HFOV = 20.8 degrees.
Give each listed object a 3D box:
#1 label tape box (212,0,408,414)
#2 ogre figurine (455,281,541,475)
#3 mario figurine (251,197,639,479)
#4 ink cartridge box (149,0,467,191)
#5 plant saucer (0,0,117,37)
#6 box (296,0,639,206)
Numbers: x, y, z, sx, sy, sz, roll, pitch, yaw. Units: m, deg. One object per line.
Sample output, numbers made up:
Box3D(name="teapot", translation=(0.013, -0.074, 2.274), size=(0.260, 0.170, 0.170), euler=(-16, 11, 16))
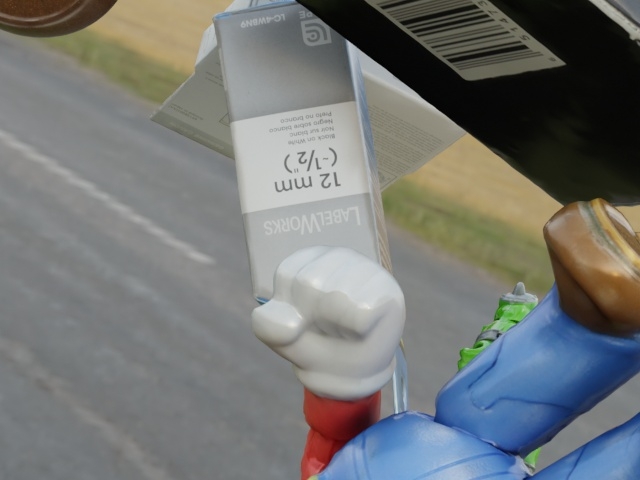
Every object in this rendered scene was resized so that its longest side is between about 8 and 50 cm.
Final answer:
Box3D(name="label tape box", translation=(0.000, 0.000, 1.462), size=(0.115, 0.348, 0.249), euler=(-7, -11, 4))
Box3D(name="ogre figurine", translation=(0.147, 0.117, 1.356), size=(0.097, 0.118, 0.197), euler=(-5, -46, 38))
Box3D(name="mario figurine", translation=(0.015, 0.129, 0.667), size=(0.170, 0.320, 0.198), euler=(40, 20, -25))
Box3D(name="ink cartridge box", translation=(-0.010, -0.146, 1.867), size=(0.275, 0.060, 0.239), euler=(25, -32, -21))
Box3D(name="plant saucer", translation=(-0.224, -0.229, 1.311), size=(0.168, 0.168, 0.029), euler=(20, 27, 3))
Box3D(name="box", translation=(0.183, -0.344, 1.180), size=(0.480, 0.472, 0.297), euler=(35, -16, -23))
